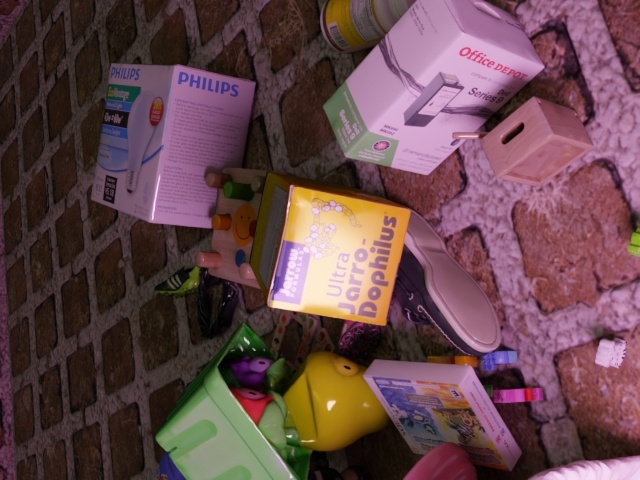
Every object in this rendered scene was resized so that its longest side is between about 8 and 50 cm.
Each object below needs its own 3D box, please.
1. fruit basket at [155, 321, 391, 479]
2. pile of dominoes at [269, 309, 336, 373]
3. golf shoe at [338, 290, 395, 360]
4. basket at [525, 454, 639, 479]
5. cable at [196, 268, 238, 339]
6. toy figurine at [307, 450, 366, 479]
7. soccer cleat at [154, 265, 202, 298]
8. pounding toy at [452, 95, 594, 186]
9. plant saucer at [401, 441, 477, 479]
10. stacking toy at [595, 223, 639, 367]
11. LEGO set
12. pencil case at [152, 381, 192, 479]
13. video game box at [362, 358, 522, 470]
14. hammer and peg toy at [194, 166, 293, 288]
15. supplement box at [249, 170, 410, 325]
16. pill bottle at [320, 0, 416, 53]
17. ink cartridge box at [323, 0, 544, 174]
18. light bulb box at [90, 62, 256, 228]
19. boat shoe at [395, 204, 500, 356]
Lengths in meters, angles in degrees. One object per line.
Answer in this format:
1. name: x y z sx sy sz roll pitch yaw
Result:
1. fruit basket: -0.060 0.279 1.377 0.392 0.392 0.282 -31 96 43
2. pile of dominoes: -0.063 0.270 1.613 0.196 0.040 0.251 29 108 48
3. golf shoe: 0.084 0.140 1.448 0.086 0.068 0.186 -103 35 -62
4. basket: 0.306 0.456 0.909 0.266 0.328 0.331 -38 58 33
5. cable: -0.260 0.148 1.857 0.150 0.047 0.184 46 120 42
6. toy figurine: -0.022 0.502 1.462 0.210 0.148 0.212 7 92 56
7. soccer cleat: -0.358 0.106 1.977 0.179 0.060 0.072 -12 67 42
8. pounding toy: 0.302 -0.150 1.167 0.141 0.130 0.100 -40 56 39
9. plant saucer: 0.147 0.461 1.134 0.084 0.332 0.332 26 105 28
10. stacking toy: 0.468 0.094 1.006 0.167 0.052 0.221 19 98 47
11. LEGO set: 0.227 0.216 1.235 0.227 0.093 0.086 -15 73 48
12. pencil case: -0.296 0.466 1.801 0.133 0.120 0.306 46 120 55
13. video game box: 0.189 0.273 1.226 0.205 0.187 0.048 -7 35 50
14. hammer and peg toy: -0.127 -0.018 1.658 0.361 0.127 0.265 12 94 50
15. supplement box: 0.000 0.000 1.347 0.356 0.195 0.194 -137 58 -77
16. pill bottle: 0.107 -0.426 1.445 0.215 0.117 0.117 -1 84 49
17. ink cartridge box: 0.180 -0.252 1.262 0.289 0.211 0.121 -44 53 37
18. light bulb box: -0.369 -0.237 1.899 0.358 0.225 0.360 16 98 50
19. boat shoe: 0.175 0.083 1.290 0.113 0.127 0.340 -58 44 28
